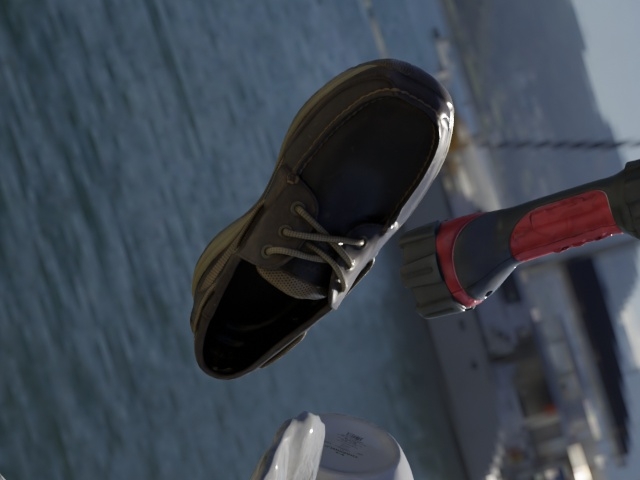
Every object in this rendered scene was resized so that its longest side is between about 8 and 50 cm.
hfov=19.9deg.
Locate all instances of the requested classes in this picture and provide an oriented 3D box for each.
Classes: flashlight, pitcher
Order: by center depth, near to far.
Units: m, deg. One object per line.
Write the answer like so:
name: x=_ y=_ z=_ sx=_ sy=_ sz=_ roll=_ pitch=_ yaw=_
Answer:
pitcher: x=-0.024 y=0.227 z=1.335 sx=0.125 sy=0.178 sz=0.207 roll=-48 pitch=153 yaw=-61
flashlight: x=0.230 y=-0.004 z=1.829 sx=0.103 sy=0.304 sz=0.103 roll=3 pitch=73 yaw=-62

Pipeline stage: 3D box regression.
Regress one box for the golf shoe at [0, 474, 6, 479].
golf shoe: x=-0.328 y=0.280 z=1.760 sx=0.306 sy=0.115 sz=0.140 roll=35 pitch=-24 yaw=29

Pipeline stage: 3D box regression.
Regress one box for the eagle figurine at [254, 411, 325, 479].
eagle figurine: x=-0.054 y=0.240 z=0.931 sx=0.226 sy=0.298 sz=0.225 roll=39 pitch=41 yaw=-46

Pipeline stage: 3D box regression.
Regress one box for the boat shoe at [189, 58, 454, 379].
boat shoe: x=0.000 y=0.000 z=1.524 sx=0.355 sy=0.132 sz=0.130 roll=-54 pitch=-162 yaw=40
